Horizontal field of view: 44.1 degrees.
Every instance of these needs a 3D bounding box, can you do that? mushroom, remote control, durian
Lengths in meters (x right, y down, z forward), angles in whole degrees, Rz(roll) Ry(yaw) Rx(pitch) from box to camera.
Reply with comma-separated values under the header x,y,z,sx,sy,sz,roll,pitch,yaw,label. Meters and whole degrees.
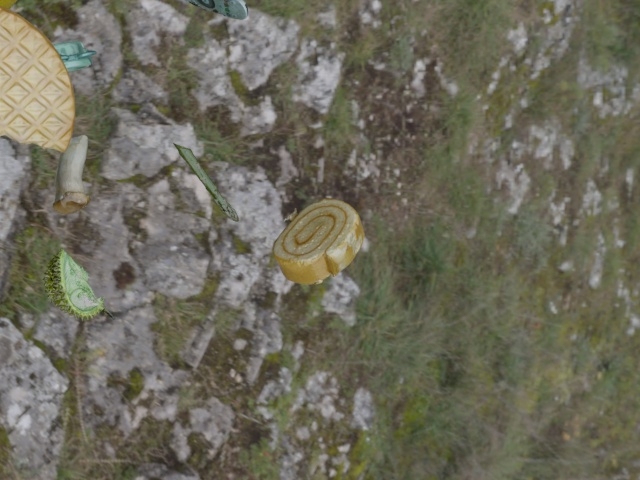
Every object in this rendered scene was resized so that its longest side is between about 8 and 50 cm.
x,y,z,sx,sy,sz,roll,pitch,yaw,label
-0.581,-0.161,1.856,0.071,0.084,0.209,30,47,-48,mushroom
-0.290,-0.618,1.973,0.256,0.097,0.045,28,69,11,remote control
-0.541,0.120,1.750,0.100,0.086,0.215,-41,125,-23,durian

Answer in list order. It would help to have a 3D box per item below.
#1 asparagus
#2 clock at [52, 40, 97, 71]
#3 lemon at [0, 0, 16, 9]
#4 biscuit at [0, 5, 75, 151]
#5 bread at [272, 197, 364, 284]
x,y,z,sx,sy,sz,roll,pitch,yaw,label
-0.248,-0.126,1.752,0.027,0.034,0.236,-31,115,7,asparagus
-0.598,-0.414,1.805,0.148,0.188,0.060,-22,106,-43,clock
-0.588,-0.468,1.238,0.240,0.219,0.240,0,81,0,lemon
-0.507,-0.246,1.152,0.309,0.040,0.204,10,105,-24,biscuit
0.000,0.000,1.258,0.149,0.122,0.073,-51,143,-24,bread
